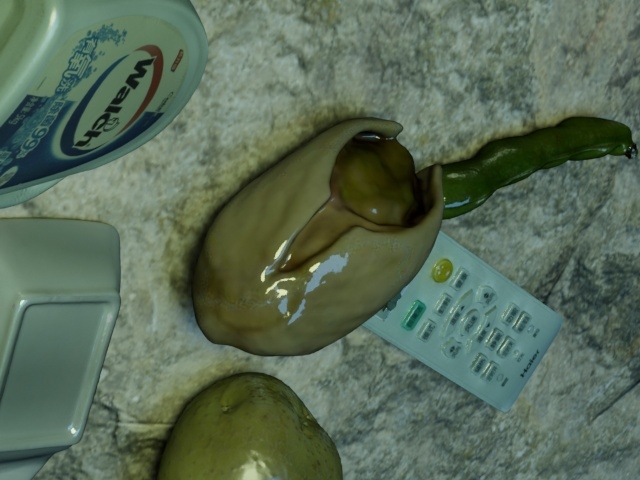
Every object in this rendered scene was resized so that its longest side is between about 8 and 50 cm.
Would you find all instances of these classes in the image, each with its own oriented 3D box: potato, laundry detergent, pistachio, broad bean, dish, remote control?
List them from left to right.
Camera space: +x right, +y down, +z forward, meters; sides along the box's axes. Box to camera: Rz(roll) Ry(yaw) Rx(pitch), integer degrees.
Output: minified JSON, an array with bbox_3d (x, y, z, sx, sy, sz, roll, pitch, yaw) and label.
[{"bbox_3d":[-0.213,0.102,1.359,0.154,0.064,0.234,-1,116,-45],"label":"dish"},{"bbox_3d":[-0.171,-0.099,1.227,0.215,0.105,0.280,-47,165,15],"label":"laundry detergent"},{"bbox_3d":[-0.073,0.207,1.519,0.194,0.157,0.157,-46,140,7],"label":"potato"},{"bbox_3d":[0.000,0.000,1.460,0.238,0.153,0.138,-41,97,-22],"label":"pistachio"},{"bbox_3d":[0.108,0.058,1.665,0.293,0.051,0.103,34,88,-46],"label":"remote control"},{"bbox_3d":[0.176,-0.067,1.650,0.256,0.052,0.052,-18,90,-36],"label":"broad bean"}]
